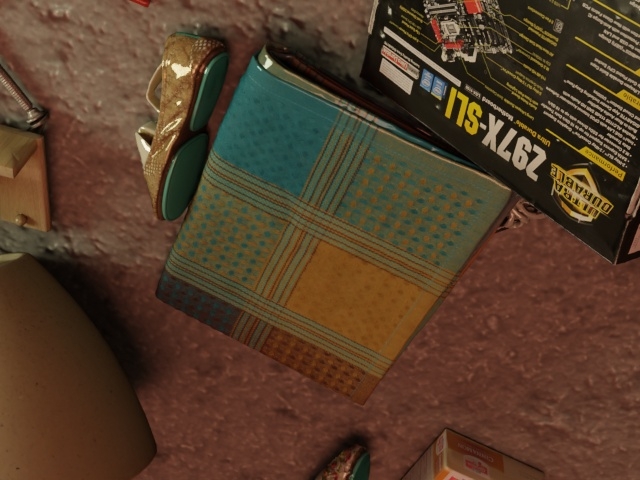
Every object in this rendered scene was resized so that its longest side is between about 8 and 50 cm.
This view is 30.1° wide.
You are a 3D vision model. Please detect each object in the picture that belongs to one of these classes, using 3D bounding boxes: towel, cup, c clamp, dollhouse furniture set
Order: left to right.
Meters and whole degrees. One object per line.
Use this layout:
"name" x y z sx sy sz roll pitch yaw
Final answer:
"dollhouse furniture set" -0.366 -0.029 1.166 0.144 0.151 0.123 15 134 9
"cup" -0.357 0.145 1.230 0.331 0.331 0.237 -11 97 12
"c clamp" -0.325 -0.151 1.164 0.137 0.022 0.161 -19 122 18
"towel" 0.000 0.000 1.174 0.271 0.040 0.370 29 135 -1

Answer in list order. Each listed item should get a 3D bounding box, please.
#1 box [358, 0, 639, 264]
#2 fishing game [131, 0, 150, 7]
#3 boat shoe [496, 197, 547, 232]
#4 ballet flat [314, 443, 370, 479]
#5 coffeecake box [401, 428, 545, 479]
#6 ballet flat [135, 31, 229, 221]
"box" 0.177 -0.175 0.948 0.079 0.322 0.257 -19 135 -34
"fishing game" -0.174 -0.319 1.007 0.189 0.041 0.264 19 140 -15
"boat shoe" 0.188 -0.068 1.130 0.306 0.105 0.113 -37 115 26
"ballet flat" 0.010 0.341 1.450 0.077 0.091 0.241 18 124 22
"coffeecake box" 0.162 0.332 1.435 0.142 0.068 0.185 26 123 -13
"ballet flat" -0.142 -0.114 1.160 0.067 0.073 0.206 32 123 16
